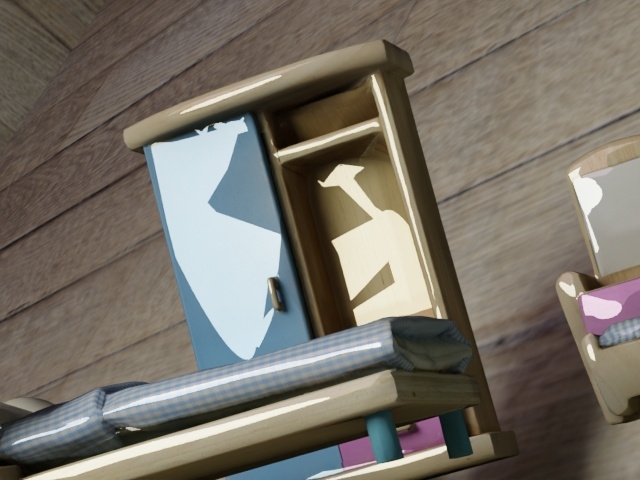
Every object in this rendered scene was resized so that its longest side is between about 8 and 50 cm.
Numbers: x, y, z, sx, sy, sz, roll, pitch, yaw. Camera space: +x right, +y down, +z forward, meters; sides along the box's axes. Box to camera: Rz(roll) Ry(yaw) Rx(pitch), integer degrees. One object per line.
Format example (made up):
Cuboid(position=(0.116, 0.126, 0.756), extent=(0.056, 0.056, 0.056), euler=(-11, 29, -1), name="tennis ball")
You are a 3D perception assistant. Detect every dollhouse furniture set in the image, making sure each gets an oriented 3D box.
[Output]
Cuboid(position=(0.000, 0.000, 0.792), extent=(0.286, 0.198, 0.303), euler=(-18, -9, 17), name="dollhouse furniture set")
